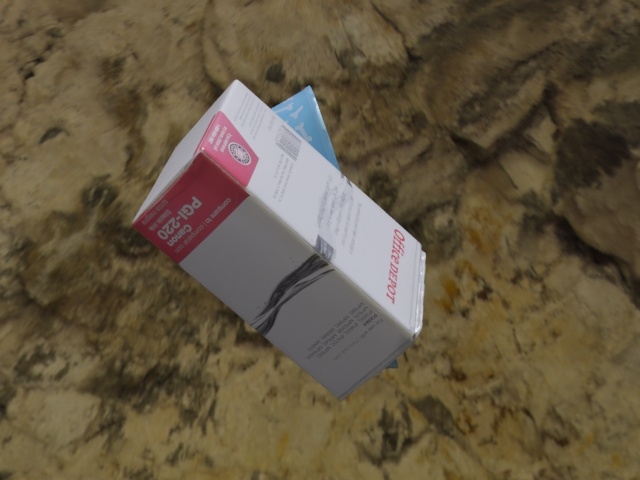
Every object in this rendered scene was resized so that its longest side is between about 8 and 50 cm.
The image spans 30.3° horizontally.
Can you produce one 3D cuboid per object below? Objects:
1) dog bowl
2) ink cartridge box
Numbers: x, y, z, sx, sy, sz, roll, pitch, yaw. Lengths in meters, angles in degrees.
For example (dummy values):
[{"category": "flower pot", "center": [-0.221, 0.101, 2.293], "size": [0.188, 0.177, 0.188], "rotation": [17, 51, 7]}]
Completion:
[{"category": "dog bowl", "center": [0.000, 0.000, 1.147], "size": [0.074, 0.166, 0.297], "rotation": [-17, -65, 0]}, {"category": "ink cartridge box", "center": [-0.024, -0.002, 0.934], "size": [0.218, 0.158, 0.092], "rotation": [40, -65, -13]}]
